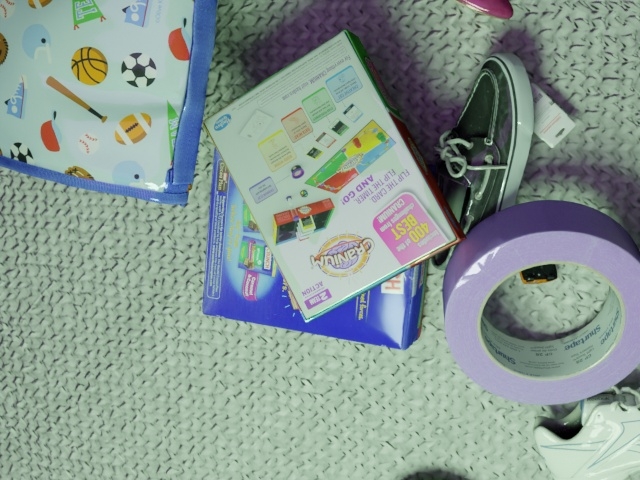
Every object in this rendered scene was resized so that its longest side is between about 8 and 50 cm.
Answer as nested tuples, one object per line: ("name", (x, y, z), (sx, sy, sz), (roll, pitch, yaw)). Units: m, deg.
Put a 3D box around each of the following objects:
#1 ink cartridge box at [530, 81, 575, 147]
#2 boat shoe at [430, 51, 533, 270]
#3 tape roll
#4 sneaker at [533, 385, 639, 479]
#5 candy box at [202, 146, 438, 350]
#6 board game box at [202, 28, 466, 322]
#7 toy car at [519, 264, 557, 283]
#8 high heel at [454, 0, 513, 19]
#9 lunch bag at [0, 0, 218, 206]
("ink cartridge box", (0.307, -0.172, 1.285), (0.083, 0.028, 0.048), (46, 111, 7))
("boat shoe", (0.205, -0.105, 1.278), (0.105, 0.113, 0.306), (-1, 113, -26))
("tape roll", (0.302, 0.086, 1.249), (0.275, 0.090, 0.274), (2, 120, 3))
("sneaker", (0.427, 0.251, 1.266), (0.297, 0.111, 0.129), (-30, 104, 20))
("candy box", (0.000, 0.000, 1.375), (0.317, 0.122, 0.268), (9, 100, 19))
("board game box", (0.015, -0.084, 1.262), (0.242, 0.064, 0.316), (-29, 83, 18))
("toy car", (0.286, 0.013, 1.334), (0.122, 0.060, 0.040), (64, 157, 17))
("high heel", (0.182, -0.402, 1.260), (0.244, 0.082, 0.117), (44, 121, 21))
("lunch bag", (-0.315, -0.242, 1.321), (0.386, 0.239, 0.327), (16, 103, 29))
